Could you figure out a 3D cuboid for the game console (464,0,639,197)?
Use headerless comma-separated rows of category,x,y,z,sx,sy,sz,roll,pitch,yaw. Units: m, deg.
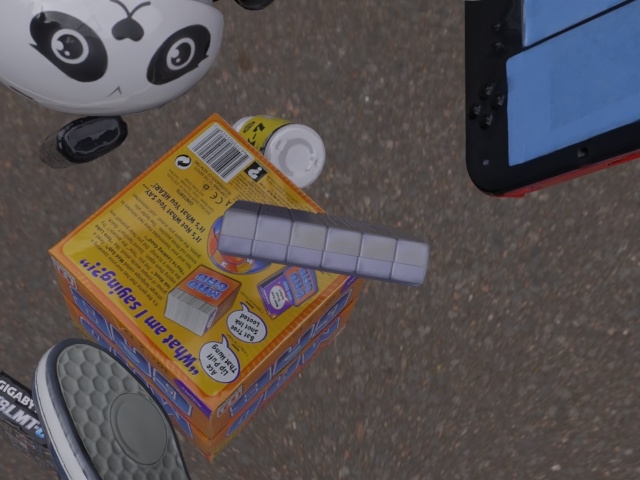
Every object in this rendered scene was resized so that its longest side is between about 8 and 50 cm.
game console,0.313,-0.244,1.220,0.060,0.386,0.342,8,74,-36

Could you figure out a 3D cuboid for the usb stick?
usb stick,-0.265,-0.108,1.139,0.077,0.278,0.045,-22,99,-17

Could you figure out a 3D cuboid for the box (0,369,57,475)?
box,-0.418,0.348,1.709,0.293,0.295,0.073,32,67,0

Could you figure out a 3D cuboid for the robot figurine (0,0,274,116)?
robot figurine,-0.144,-0.220,0.666,0.209,0.173,0.278,1,92,19

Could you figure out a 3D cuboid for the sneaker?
sneaker,-0.145,0.182,0.621,0.163,0.086,0.226,-25,96,28

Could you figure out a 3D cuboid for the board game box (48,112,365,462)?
board game box,-0.181,0.088,1.731,0.356,0.356,0.356,43,68,12

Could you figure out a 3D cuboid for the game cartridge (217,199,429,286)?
game cartridge,0.000,0.000,1.240,0.230,0.355,0.068,14,93,-3

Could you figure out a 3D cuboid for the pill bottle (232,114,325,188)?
pill bottle,-0.087,-0.168,1.906,0.119,0.208,0.119,-7,106,-26
